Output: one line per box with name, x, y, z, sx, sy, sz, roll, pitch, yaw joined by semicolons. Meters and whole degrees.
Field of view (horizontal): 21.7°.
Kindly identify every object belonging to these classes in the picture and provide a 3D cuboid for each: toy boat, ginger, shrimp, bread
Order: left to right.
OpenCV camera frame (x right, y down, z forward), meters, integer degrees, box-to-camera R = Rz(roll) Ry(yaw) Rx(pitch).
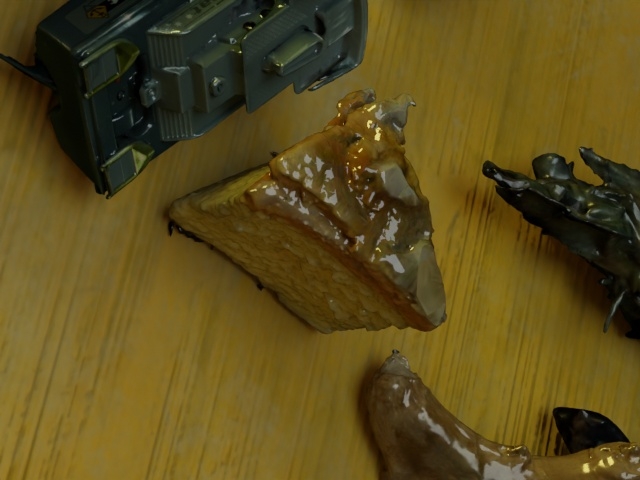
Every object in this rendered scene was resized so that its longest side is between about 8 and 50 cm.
toy boat;-0.043;-0.144;1.035;0.296;0.122;0.114;-37;144;-29
bread;0.000;0.000;1.038;0.127;0.147;0.152;-29;97;-34
ginger;0.169;0.185;1.163;0.334;0.148;0.081;26;30;-19
shrimp;0.252;0.096;1.263;0.445;0.085;0.272;42;66;-29
